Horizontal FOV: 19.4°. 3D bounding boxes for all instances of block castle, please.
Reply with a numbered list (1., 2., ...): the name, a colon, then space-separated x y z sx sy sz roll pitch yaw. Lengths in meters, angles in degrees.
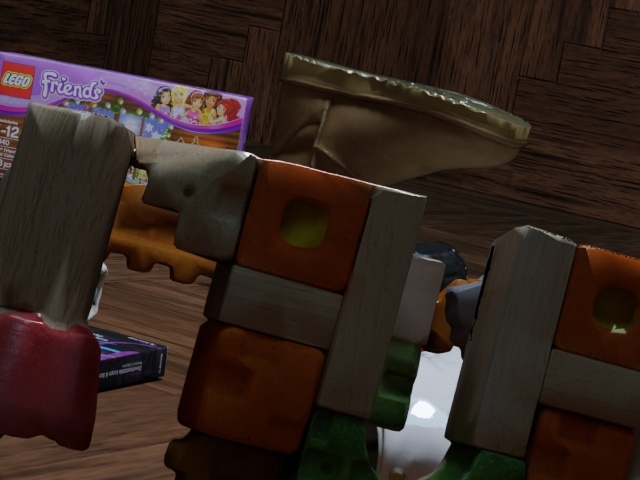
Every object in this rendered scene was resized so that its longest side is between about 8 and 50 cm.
1. block castle: 0.017 0.095 1.001 0.453 0.213 0.303 16 -6 -11

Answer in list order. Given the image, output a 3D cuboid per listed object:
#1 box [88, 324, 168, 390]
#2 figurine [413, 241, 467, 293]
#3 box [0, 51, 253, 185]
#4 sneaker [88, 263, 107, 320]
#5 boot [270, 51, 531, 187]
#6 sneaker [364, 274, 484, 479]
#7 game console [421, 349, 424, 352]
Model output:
1. box: -0.205 0.087 1.434 0.116 0.029 0.162 13 6 23
2. figurine: 0.008 0.035 1.976 0.209 0.092 0.215 -1 12 -42
3. box: -0.237 -0.091 2.127 0.293 0.201 0.057 11 7 6
4. sneaker: -0.230 0.034 1.650 0.092 0.087 0.229 19 16 11
5. boot: 0.034 0.007 1.447 0.236 0.269 0.089 19 9 40
6. sneaker: 0.087 0.090 1.329 0.169 0.108 0.292 9 24 -5
7. game console: 0.149 0.115 1.801 0.124 0.085 0.144 -23 14 -10
